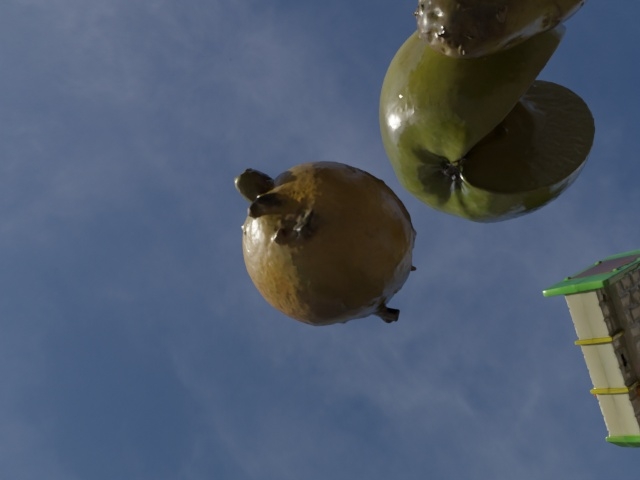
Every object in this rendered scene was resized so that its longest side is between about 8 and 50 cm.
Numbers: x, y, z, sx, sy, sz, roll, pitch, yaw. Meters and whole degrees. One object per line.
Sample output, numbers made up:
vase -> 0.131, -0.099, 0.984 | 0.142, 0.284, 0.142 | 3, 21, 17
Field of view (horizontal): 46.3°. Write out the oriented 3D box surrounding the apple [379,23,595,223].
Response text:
apple -> 0.219, -0.165, 1.002 | 0.292, 0.292, 0.254 | 46, -123, -14

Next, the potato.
potato -> 0.217, -0.310, 0.810 | 0.296, 0.191, 0.141 | -47, -41, -10

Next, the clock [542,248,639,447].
clock -> 0.469, 0.158, 1.127 | 0.219, 0.106, 0.255 | -17, -90, -40

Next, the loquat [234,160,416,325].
loquat -> 0.000, 0.000, 0.729 | 0.204, 0.172, 0.149 | 38, -122, -13
